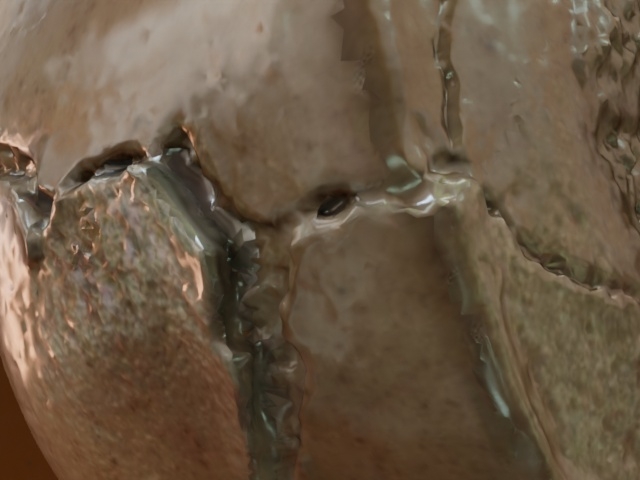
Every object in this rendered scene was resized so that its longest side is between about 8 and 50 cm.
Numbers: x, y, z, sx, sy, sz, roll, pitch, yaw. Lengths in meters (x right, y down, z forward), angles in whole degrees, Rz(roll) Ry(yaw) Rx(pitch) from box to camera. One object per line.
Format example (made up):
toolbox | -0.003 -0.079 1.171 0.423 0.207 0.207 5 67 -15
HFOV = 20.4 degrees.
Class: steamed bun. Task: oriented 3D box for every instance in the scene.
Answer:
steamed bun | 0.000 0.000 0.583 0.252 0.199 0.301 -18 84 32
